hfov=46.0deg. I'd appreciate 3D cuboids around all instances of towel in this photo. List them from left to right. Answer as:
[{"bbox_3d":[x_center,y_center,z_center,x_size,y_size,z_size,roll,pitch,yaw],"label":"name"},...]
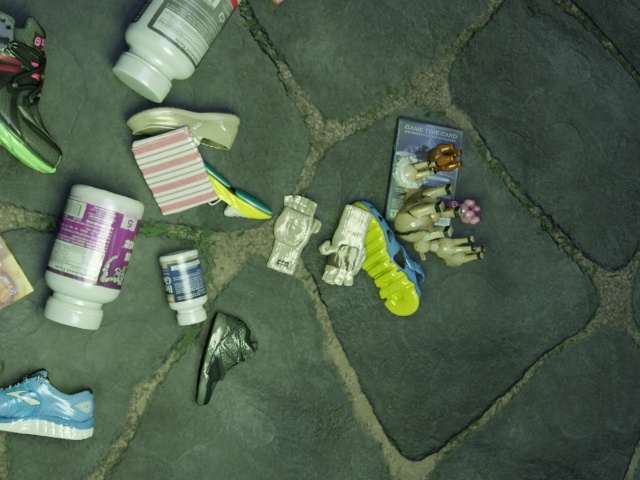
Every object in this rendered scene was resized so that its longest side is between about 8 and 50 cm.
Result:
[{"bbox_3d":[-0.337,-0.160,1.757,0.144,0.029,0.197,-15,120,8],"label":"towel"}]

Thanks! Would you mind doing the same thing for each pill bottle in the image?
[{"bbox_3d":[-0.512,0.038,1.681,0.169,0.169,0.301,17,87,-19],"label":"pill bottle"},{"bbox_3d":[-0.332,-0.481,1.721,0.176,0.176,0.318,34,81,-17],"label":"pill bottle"},{"bbox_3d":[-0.321,0.110,1.789,0.094,0.094,0.169,-13,96,-18],"label":"pill bottle"}]

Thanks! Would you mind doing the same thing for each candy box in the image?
[{"bbox_3d":[-0.730,0.056,1.669,0.109,0.053,0.186,-30,102,-16],"label":"candy box"}]

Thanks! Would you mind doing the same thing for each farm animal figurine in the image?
[{"bbox_3d":[0.276,-0.067,1.918,0.327,0.172,0.330,-26,103,-58],"label":"farm animal figurine"}]

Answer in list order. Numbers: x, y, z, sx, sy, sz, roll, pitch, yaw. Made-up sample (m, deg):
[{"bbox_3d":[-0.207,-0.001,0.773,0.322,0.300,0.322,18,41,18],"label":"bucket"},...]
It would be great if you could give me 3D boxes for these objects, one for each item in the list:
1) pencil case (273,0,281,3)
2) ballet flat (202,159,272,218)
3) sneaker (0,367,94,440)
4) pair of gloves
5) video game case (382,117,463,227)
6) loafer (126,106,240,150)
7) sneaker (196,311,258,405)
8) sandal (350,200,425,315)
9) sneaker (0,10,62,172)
[{"bbox_3d":[-0.166,-0.701,1.802,0.284,0.124,0.124,42,79,-17],"label":"pencil case"},{"bbox_3d":[-0.227,-0.105,1.833,0.231,0.077,0.077,36,102,-14],"label":"ballet flat"},{"bbox_3d":[-0.667,0.355,1.679,0.330,0.130,0.147,13,73,-22],"label":"sneaker"},{"bbox_3d":[0.000,0.000,1.891,0.240,0.042,0.204,12,93,5],"label":"pair of gloves"},{"bbox_3d":[0.277,-0.176,2.022,0.196,0.026,0.274,8,88,-19],"label":"video game case"},{"bbox_3d":[-0.318,-0.257,1.774,0.268,0.102,0.092,-2,87,-20],"label":"loafer"},{"bbox_3d":[-0.226,0.298,1.832,0.130,0.087,0.227,18,81,-12],"label":"sneaker"},{"bbox_3d":[0.169,0.037,1.959,0.138,0.126,0.317,-34,96,-53],"label":"sandal"},{"bbox_3d":[-0.666,-0.372,1.608,0.202,0.185,0.483,-25,101,-12],"label":"sneaker"}]
